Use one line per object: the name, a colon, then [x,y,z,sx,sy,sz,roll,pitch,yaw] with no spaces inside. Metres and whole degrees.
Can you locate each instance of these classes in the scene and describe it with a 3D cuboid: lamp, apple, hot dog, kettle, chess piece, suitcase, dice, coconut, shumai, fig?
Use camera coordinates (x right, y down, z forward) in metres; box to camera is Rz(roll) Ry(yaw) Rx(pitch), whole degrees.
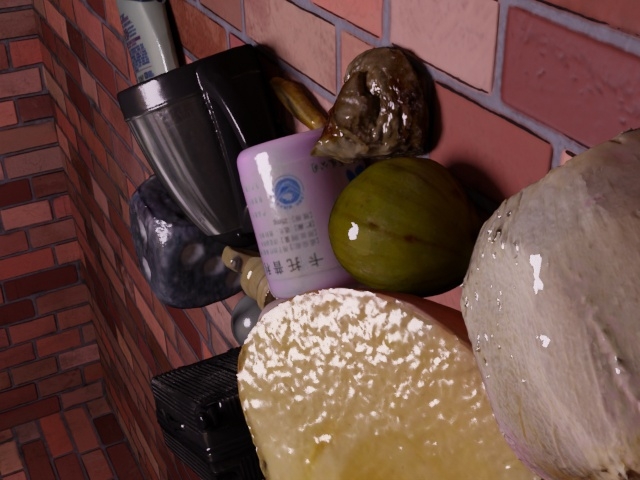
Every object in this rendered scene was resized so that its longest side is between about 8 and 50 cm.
lamp: [-0.093,0.131,1.377,0.105,0.105,0.105,46,144,48]
apple: [0.083,0.182,0.798,0.309,0.252,0.314,43,164,36]
hot dog: [-0.028,-0.179,1.123,0.137,0.028,0.044,51,174,46]
kettle: [-0.128,-0.122,1.219,0.250,0.207,0.271,-11,105,35]
chess piece: [-0.083,0.057,1.328,0.200,0.090,0.090,36,136,58]
suitcase: [-0.124,0.278,1.381,0.335,0.229,0.152,1,105,65]
dice: [-0.214,-0.007,1.458,0.181,0.182,0.183,51,147,44]
coconut: [0.207,0.058,0.518,0.230,0.227,0.227,68,156,15]
shumai: [0.054,-0.137,0.902,0.139,0.105,0.123,16,119,34]
fig: [0.106,-0.002,0.831,0.186,0.148,0.142,35,-177,18]

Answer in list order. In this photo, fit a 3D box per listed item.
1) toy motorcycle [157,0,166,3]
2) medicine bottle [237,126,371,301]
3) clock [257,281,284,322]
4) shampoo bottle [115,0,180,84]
toy motorcycle: [-0.264,-0.482,1.345,0.187,0.124,0.274,66,157,-5]
medicine bottle: [0.000,0.000,1.024,0.152,0.152,0.255,-9,96,67]
clock: [-0.009,0.138,1.136,0.063,0.155,0.229,-27,75,33]
shampoo bottle: [-0.299,-0.328,1.575,0.134,0.078,0.360,0,105,62]
